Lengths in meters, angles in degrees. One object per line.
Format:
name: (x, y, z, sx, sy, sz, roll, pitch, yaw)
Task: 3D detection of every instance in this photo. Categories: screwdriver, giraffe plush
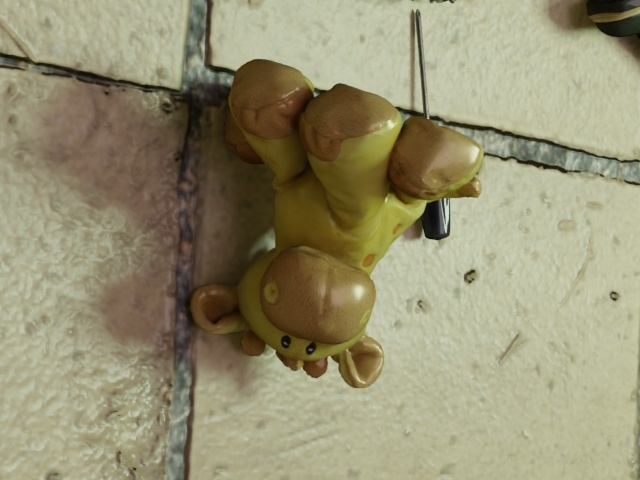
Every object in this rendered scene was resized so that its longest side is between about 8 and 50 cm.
screwdriver: (0.079, -0.084, 1.410, 0.025, 0.024, 0.170, 17, 68, -72)
giraffe plush: (0.000, 0.000, 1.259, 0.210, 0.181, 0.170, 46, 64, -73)

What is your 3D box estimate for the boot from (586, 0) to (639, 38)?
boot: (0.296, -0.148, 1.579, 0.198, 0.077, 0.137, -15, 105, -41)

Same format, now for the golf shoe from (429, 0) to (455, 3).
golf shoe: (0.038, -0.248, 1.318, 0.273, 0.105, 0.120, 23, 67, -41)
